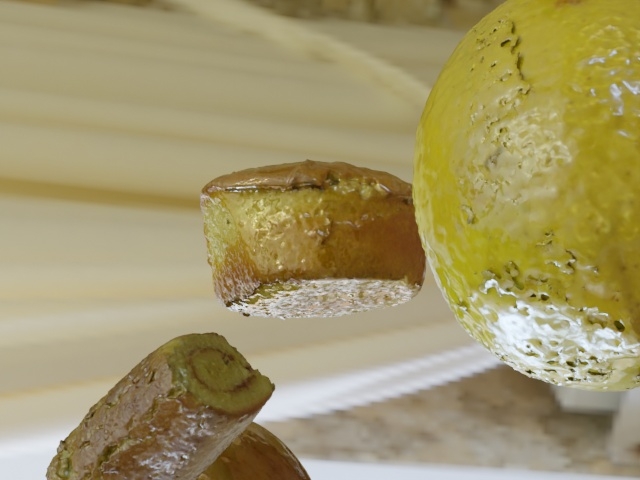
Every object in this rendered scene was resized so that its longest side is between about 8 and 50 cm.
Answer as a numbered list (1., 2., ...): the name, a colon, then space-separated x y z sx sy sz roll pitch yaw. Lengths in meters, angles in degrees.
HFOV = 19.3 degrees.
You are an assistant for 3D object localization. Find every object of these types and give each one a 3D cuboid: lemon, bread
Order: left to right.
1. bread: -0.138 0.160 1.578 0.172 0.132 0.103 -44 79 23
2. bread: 0.000 0.000 1.953 0.268 0.268 0.146 149 120 -68
3. lemon: 0.188 -0.045 1.246 0.258 0.257 0.310 118 165 -49

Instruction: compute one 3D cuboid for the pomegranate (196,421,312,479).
1. pomegranate: -0.131 0.340 2.071 0.307 0.307 0.307 -174 90 -72
